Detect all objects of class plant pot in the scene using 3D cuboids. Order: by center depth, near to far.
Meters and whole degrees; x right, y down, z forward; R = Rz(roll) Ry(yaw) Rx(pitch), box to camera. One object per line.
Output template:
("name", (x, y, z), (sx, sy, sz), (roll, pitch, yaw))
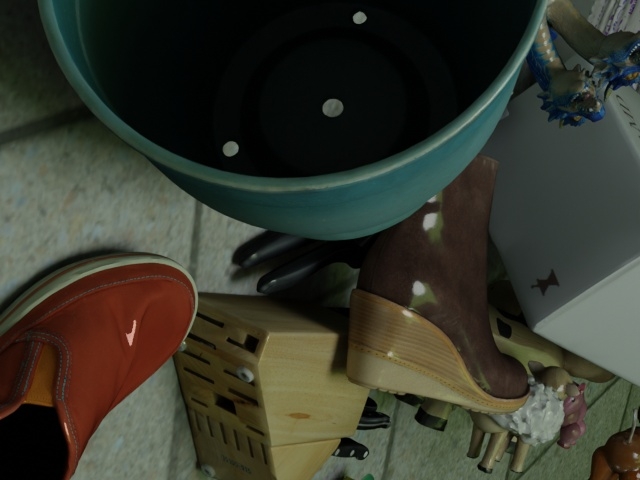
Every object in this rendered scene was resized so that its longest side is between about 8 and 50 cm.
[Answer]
("plant pot", (-0.005, -0.120, 0.824), (0.272, 0.271, 0.255), (-62, 168, -12))

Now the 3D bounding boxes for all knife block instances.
("knife block", (-0.006, 0.090, 1.142), (0.242, 0.088, 0.276), (-49, 147, -35))

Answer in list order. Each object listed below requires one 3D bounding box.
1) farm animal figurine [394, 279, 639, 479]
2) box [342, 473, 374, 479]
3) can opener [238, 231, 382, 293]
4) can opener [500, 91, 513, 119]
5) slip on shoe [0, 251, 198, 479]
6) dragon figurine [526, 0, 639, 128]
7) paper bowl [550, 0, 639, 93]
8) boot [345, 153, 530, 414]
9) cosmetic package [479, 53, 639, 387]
("farm animal figurine", (0.216, 0.126, 1.443), (0.327, 0.330, 0.172), (17, 99, -35))
("box", (0.010, 0.324, 1.395), (0.105, 0.043, 0.179), (-35, 141, -47))
("can opener", (0.000, 0.000, 1.125), (0.186, 0.059, 0.073), (-18, 152, -45))
("can opener", (0.076, -0.110, 1.186), (0.283, 0.076, 0.095), (-28, 101, -51))
("slip on shoe", (-0.176, 0.109, 0.829), (0.331, 0.101, 0.123), (-35, 137, -49))
("dragon figurine", (0.112, -0.165, 0.965), (0.085, 0.289, 0.144), (-35, 121, -20))
("paper bowl", (0.347, -0.210, 1.497), (0.284, 0.148, 0.284), (-43, 144, -41))
("boot", (0.125, 0.033, 1.141), (0.248, 0.090, 0.207), (16, 90, -50))
("cosmetic package", (0.351, 0.022, 1.367), (0.161, 0.230, 0.453), (-36, 142, 25))
